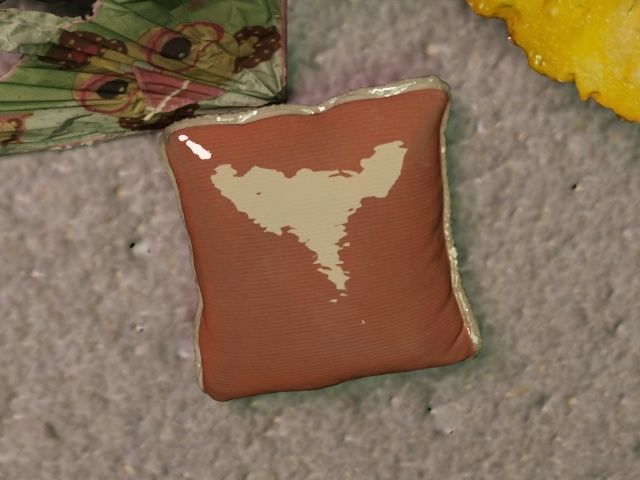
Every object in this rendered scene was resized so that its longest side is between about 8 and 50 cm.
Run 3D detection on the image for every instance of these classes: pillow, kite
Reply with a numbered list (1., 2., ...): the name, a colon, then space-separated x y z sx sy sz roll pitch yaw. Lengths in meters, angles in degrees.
1. pillow: 0.000 0.000 0.897 0.171 0.075 0.179 -10 113 -3
2. kite: -0.106 -0.090 0.792 0.323 0.013 0.268 -29 157 32

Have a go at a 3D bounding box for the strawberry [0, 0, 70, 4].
1. strawberry: -0.155 -0.274 0.717 0.233 0.137 0.306 13 99 -44

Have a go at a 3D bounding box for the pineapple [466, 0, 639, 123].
1. pineapple: 0.138 -0.203 0.824 0.161 0.158 0.334 -17 118 42
